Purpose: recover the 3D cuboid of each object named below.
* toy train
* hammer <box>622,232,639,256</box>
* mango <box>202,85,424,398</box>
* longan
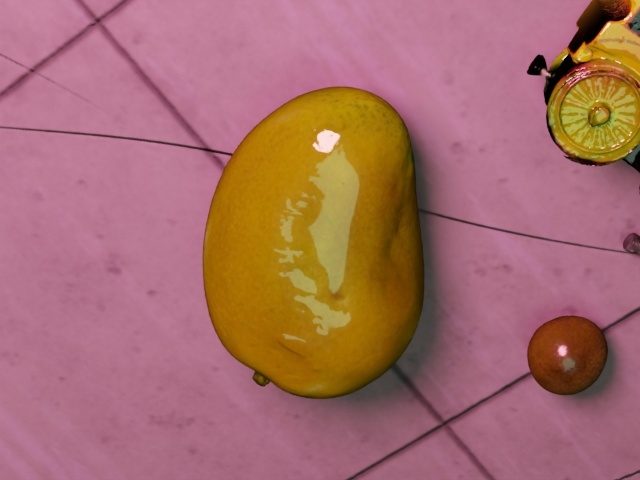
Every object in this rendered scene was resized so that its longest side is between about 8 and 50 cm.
[{"bbox_3d":[0.313,-0.090,1.237,0.296,0.100,0.160,34,110,-11],"label":"toy train"},{"bbox_3d":[0.346,-0.038,1.321,0.062,0.017,0.182,37,113,-16],"label":"hammer"},{"bbox_3d":[-0.008,0.003,1.288,0.185,0.149,0.273,-1,112,11],"label":"mango"},{"bbox_3d":[0.225,0.103,1.380,0.083,0.075,0.075,8,129,-49],"label":"longan"}]
